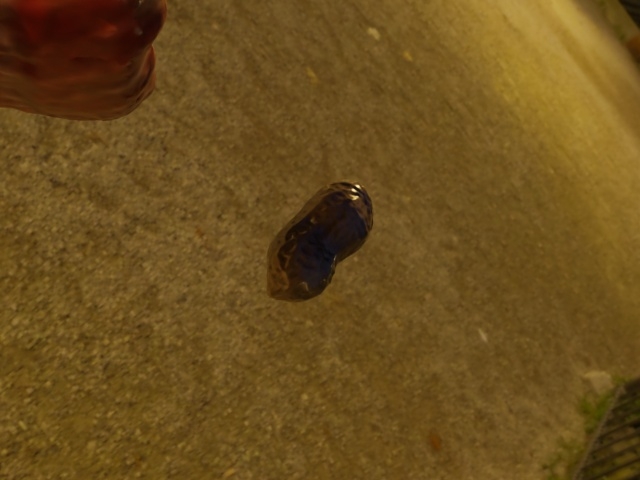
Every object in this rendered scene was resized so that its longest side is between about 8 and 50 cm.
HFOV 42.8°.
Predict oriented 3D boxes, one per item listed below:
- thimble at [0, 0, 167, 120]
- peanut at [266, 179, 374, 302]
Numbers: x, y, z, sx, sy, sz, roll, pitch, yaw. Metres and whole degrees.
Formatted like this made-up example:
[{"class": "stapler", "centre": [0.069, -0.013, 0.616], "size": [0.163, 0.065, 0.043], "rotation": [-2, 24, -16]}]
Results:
[{"class": "thimble", "centre": [-0.180, -0.230, 0.383], "size": [0.230, 0.350, 0.350], "rotation": [4, 49, -15]}, {"class": "peanut", "centre": [0.000, 0.000, 0.539], "size": [0.054, 0.054, 0.113], "rotation": [48, 51, -12]}]
